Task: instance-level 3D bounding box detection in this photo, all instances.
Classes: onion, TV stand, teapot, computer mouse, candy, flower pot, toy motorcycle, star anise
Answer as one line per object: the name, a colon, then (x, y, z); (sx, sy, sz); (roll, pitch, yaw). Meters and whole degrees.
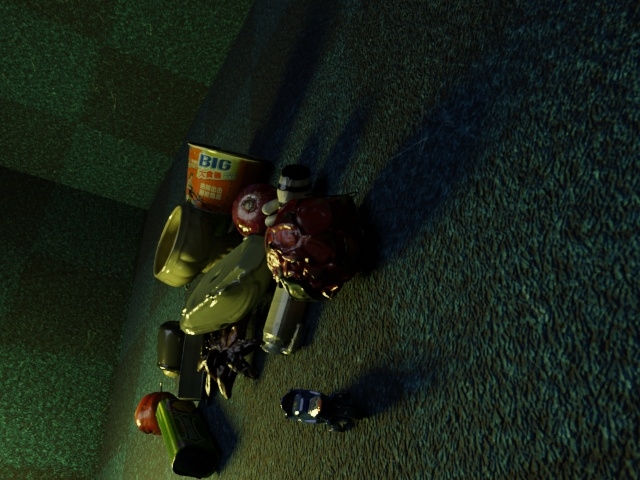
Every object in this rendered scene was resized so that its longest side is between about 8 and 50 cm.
onion: (-0.179, -0.084, 1.552); (0.177, 0.153, 0.177); (-28, 41, 28)
TV stand: (-0.413, 0.391, 1.720); (0.088, 0.083, 0.269); (94, 179, -66)
teapot: (-0.072, 0.183, 1.259); (0.107, 0.077, 0.200); (13, 85, 44)
computer mouse: (-0.259, 0.145, 1.513); (0.429, 0.146, 0.228); (-37, 25, 35)
candy: (-0.421, -0.122, 2.054); (0.343, 0.142, 0.132); (-68, 18, 6)
flower pot: (-0.441, 0.031, 1.876); (0.307, 0.244, 0.307); (-39, 41, 45)
toy motorcycle: (-0.010, 0.321, 0.995); (0.205, 0.114, 0.076); (-22, 54, 58)
star anise: (-0.280, 0.321, 1.473); (0.272, 0.103, 0.271); (-20, 55, 32)

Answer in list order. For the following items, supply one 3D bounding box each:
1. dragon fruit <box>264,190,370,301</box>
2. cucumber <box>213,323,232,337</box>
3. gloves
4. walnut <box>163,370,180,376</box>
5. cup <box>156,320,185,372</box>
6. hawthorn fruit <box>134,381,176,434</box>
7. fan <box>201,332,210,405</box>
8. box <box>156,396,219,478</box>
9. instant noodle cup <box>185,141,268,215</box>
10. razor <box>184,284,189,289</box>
dragon fruit: (0.000, 0.000, 1.123); (0.234, 0.234, 0.293); (-40, 9, 47)
cucumber: (-0.313, 0.308, 1.653); (0.115, 0.062, 0.116); (-99, 19, -46)
gloves: (-0.077, -0.086, 1.403); (0.140, 0.132, 0.218); (45, 141, 52)
walnut: (-0.569, 0.487, 2.015); (0.092, 0.092, 0.092); (-42, 39, 46)
cup: (-0.485, 0.386, 1.850); (0.223, 0.169, 0.176); (6, 82, 34)
hawthorn fruit: (-0.598, 0.617, 1.907); (0.157, 0.157, 0.193); (-45, 34, 43)
fan: (-0.364, 0.367, 1.679); (0.229, 0.011, 0.334); (116, 155, -84)
box: (-0.413, 0.592, 1.586); (0.346, 0.134, 0.097); (18, 89, 65)
instant noodle cup: (-0.347, -0.214, 1.835); (0.296, 0.297, 0.213); (32, 110, 63)
razor: (-0.556, 0.159, 2.250); (0.191, 0.037, 0.068); (-29, 91, 50)
